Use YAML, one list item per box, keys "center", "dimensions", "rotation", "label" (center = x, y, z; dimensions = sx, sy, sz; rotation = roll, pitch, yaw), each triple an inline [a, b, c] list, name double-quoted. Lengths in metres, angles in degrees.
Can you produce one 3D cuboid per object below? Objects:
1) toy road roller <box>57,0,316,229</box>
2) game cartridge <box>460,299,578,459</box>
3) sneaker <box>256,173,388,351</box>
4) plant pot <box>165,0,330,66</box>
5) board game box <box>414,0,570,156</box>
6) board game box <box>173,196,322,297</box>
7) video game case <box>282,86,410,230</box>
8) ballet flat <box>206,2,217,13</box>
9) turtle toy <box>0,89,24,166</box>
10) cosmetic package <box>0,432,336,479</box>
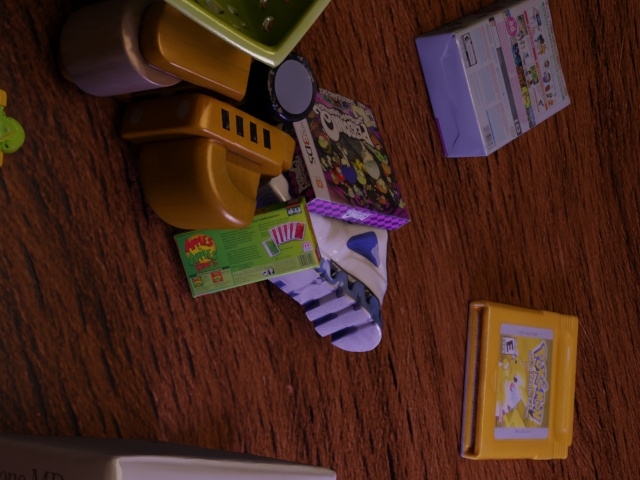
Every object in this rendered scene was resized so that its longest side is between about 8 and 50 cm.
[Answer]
- center: [-0.174, -0.150, 1.429]
  dimensions: [0.329, 0.202, 0.240]
  rotation: [21, 73, -45]
  label: "toy road roller"
- center: [0.383, 0.267, 2.108]
  dimensions: [0.323, 0.052, 0.285]
  rotation: [10, 81, -45]
  label: "game cartridge"
- center: [0.001, 0.001, 1.682]
  dimensions: [0.315, 0.127, 0.182]
  rotation: [51, 39, -22]
  label: "sneaker"
- center: [-0.097, -0.374, 1.287]
  dimensions: [0.227, 0.207, 0.228]
  rotation: [30, 107, -35]
  label: "plant pot"
- center: [0.319, -0.304, 2.029]
  dimensions: [0.303, 0.097, 0.224]
  rotation: [-30, 111, -41]
  label: "board game box"
- center: [-0.098, 0.009, 1.528]
  dimensions: [0.043, 0.181, 0.092]
  rotation: [-76, 151, -74]
  label: "board game box"
- center: [0.024, -0.128, 1.655]
  dimensions: [0.232, 0.042, 0.210]
  rotation: [12, 55, -50]
  label: "video game case"
- center: [-0.239, -0.365, 1.416]
  dimensions: [0.400, 0.139, 0.139]
  rotation: [25, 71, -43]
  label: "ballet flat"
- center: [-0.396, -0.129, 1.294]
  dimensions: [0.130, 0.066, 0.095]
  rotation: [8, 82, -46]
  label: "turtle toy"
- center: [-0.221, 0.431, 1.270]
  dimensions: [0.327, 0.329, 0.394]
  rotation: [14, 78, -45]
  label: "cosmetic package"
